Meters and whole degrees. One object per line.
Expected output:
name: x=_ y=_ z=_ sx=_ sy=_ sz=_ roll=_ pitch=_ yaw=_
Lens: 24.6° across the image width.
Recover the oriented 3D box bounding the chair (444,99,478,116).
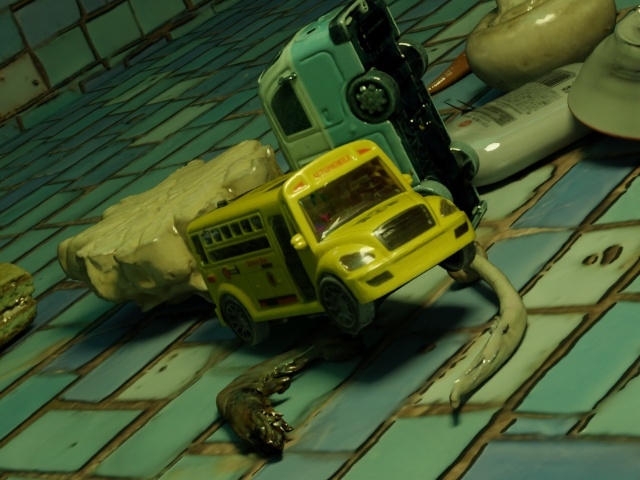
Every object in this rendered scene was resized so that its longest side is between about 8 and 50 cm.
chair: x=0.192 y=-0.151 z=1.865 sx=0.086 sy=0.042 sz=0.037 roll=8 pitch=-5 yaw=-38

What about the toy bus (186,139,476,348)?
toy bus: x=0.000 y=0.000 z=1.397 sx=0.144 sy=0.152 sz=0.330 roll=-29 pitch=7 yaw=-27

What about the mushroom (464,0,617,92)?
mushroom: x=0.287 y=-0.296 z=1.907 sx=0.206 sy=0.209 sz=0.206 roll=3 pitch=14 yaw=-1

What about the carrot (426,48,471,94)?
carrot: x=0.205 y=-0.254 z=2.149 sx=0.142 sy=0.035 sz=0.035 roll=-38 pitch=21 yaw=-26

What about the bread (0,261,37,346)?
bread: x=-0.460 y=0.097 z=1.886 sx=0.196 sy=0.102 sz=0.138 roll=-5 pitch=28 yaw=41

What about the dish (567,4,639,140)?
dish: x=0.386 y=-0.198 z=1.544 sx=0.260 sy=0.085 sz=0.260 roll=-10 pitch=27 yaw=5

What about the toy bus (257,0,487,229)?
toy bus: x=0.044 y=-0.107 z=1.531 sx=0.165 sy=0.271 sz=0.133 roll=-19 pitch=17 yaw=29

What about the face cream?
face cream: x=0.198 y=-0.113 z=1.669 sx=0.291 sy=0.071 sz=0.144 roll=-27 pitch=21 yaw=-12

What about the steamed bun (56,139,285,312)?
steamed bun: x=-0.156 y=0.000 z=1.719 sx=0.295 sy=0.137 sz=0.292 roll=-28 pitch=17 yaw=8

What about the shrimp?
shrimp: x=-0.019 y=0.130 z=1.317 sx=0.148 sy=0.035 sz=0.195 roll=-25 pitch=15 yaw=-9

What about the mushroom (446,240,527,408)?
mushroom: x=0.142 y=0.066 z=1.281 sx=0.068 sy=0.043 sz=0.306 roll=-40 pitch=14 yaw=16
